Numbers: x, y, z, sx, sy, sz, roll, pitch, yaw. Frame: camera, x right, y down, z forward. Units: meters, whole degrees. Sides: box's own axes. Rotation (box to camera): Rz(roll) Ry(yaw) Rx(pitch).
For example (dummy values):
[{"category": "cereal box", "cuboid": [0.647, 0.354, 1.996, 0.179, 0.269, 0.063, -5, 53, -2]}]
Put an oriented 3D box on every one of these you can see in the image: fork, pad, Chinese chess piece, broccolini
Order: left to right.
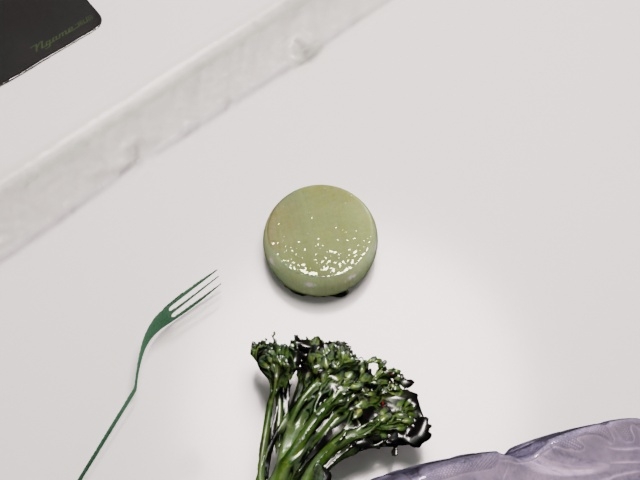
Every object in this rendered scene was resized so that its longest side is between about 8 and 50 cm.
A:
[{"category": "pad", "cuboid": [-0.265, -0.170, 1.084, 0.157, 0.003, 0.112, -35, 71, -15]}, {"category": "fork", "cuboid": [-0.141, 0.114, 0.943, 0.021, 0.039, 0.235, 28, 72, 16]}, {"category": "Chinese chess piece", "cuboid": [0.000, 0.000, 0.996, 0.084, 0.034, 0.084, 0, 64, 0]}, {"category": "broccolini", "cuboid": [0.015, 0.193, 0.907, 0.123, 0.062, 0.271, -2, 73, 3]}]

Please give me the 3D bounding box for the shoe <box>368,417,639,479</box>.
[{"category": "shoe", "cuboid": [0.115, 0.198, 0.861, 0.245, 0.095, 0.137, -9, 75, -23]}]
